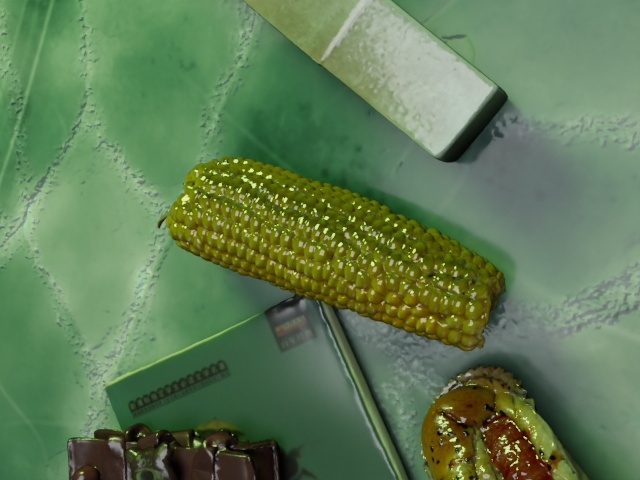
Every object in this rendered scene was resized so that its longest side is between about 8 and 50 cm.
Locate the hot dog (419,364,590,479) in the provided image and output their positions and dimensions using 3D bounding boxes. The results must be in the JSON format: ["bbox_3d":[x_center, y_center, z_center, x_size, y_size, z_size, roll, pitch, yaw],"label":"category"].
[{"bbox_3d":[0.158,0.211,0.553,0.131,0.069,0.252,-34,55,10],"label":"hot dog"}]

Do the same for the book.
[{"bbox_3d":[-0.032,0.261,0.692,0.264,0.031,0.379,-27,84,21],"label":"book"}]

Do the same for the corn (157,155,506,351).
[{"bbox_3d":[0.000,0.000,0.625,0.311,0.101,0.101,17,100,19],"label":"corn"}]

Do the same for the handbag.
[{"bbox_3d":[-0.134,0.275,0.678,0.203,0.074,0.216,-1,94,22],"label":"handbag"}]

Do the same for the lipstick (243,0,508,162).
[{"bbox_3d":[-0.012,-0.208,0.624,0.371,0.080,0.076,42,106,12],"label":"lipstick"}]
